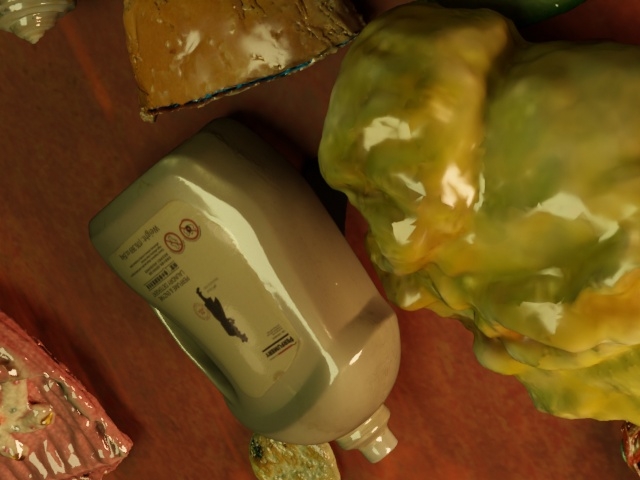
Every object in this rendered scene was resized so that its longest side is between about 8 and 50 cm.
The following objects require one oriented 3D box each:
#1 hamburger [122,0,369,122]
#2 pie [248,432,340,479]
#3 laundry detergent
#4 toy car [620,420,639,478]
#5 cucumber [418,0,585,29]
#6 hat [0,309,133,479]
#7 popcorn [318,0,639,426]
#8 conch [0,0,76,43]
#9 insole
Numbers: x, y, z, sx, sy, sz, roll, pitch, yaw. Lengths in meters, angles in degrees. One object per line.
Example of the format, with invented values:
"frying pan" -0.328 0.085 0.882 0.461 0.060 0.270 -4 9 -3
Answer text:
"hamburger" -0.067 -0.136 0.825 0.176 0.087 0.102 -13 114 39
"pie" -0.020 0.174 1.051 0.085 0.017 0.085 16 126 23
"laundry detergent" -0.037 0.050 0.924 0.253 0.091 0.181 51 134 -6
"toy car" 0.237 0.162 0.877 0.059 0.035 0.122 -15 113 41
"cucumber" 0.134 -0.194 0.680 0.115 0.063 0.244 42 132 -12
"hat" -0.314 0.122 1.135 0.237 0.107 0.286 -25 110 30
"popcorn" 0.141 -0.001 0.723 0.286 0.173 0.225 16 145 10
"conch" -0.191 -0.204 0.850 0.135 0.102 0.153 -6 117 18
"insole" 0.000 0.000 0.932 0.045 0.002 0.135 20 128 19
